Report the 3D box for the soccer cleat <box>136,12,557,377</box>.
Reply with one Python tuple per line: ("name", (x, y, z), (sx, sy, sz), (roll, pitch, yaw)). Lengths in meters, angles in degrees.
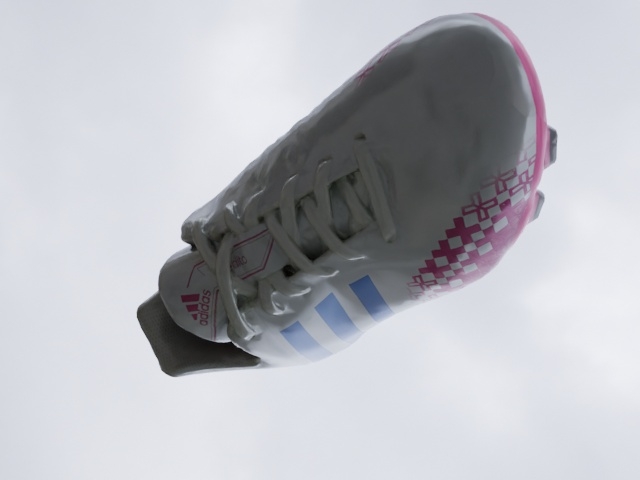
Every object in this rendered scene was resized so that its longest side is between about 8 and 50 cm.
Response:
("soccer cleat", (0.000, 0.000, 0.863), (0.116, 0.143, 0.331), (65, -28, 13))
